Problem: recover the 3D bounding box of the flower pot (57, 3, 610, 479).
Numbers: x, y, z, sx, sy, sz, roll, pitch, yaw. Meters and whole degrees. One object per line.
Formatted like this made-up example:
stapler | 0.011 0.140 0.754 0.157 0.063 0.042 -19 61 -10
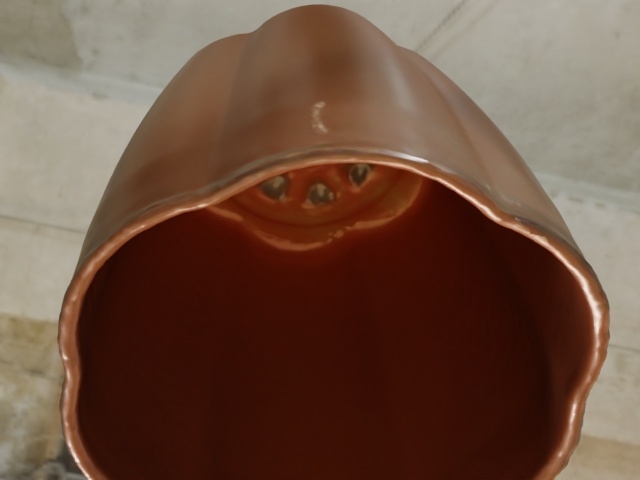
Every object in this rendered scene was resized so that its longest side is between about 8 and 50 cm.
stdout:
flower pot | 0.000 0.000 0.443 0.173 0.190 0.190 -95 -166 -52
